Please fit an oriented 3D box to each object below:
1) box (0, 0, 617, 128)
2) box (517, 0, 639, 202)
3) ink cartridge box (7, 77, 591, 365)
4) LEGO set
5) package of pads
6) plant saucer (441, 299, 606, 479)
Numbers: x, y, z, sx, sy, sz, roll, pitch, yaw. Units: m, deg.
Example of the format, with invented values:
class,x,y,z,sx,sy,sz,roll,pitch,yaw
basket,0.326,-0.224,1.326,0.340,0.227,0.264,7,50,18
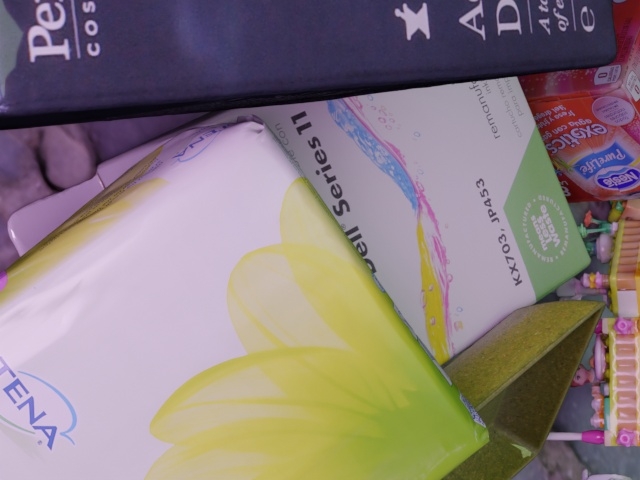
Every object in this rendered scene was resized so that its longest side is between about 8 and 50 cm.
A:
class,x,y,z,sx,sy,sz,roll,pitch,yaw
box,-0.065,-0.208,0.754,0.395,0.212,0.293,-11,96,-44
box,0.239,-0.166,1.243,0.128,0.122,0.257,49,51,-37
ink cartridge box,0.000,0.000,1.014,0.353,0.119,0.207,-29,99,-40
LEGO set,0.200,0.064,1.203,0.132,0.107,0.287,58,33,-59
package of pads,-0.094,0.098,0.842,0.296,0.101,0.229,-37,102,-8
plant saucer,0.090,0.128,1.032,0.045,0.188,0.188,40,56,23
